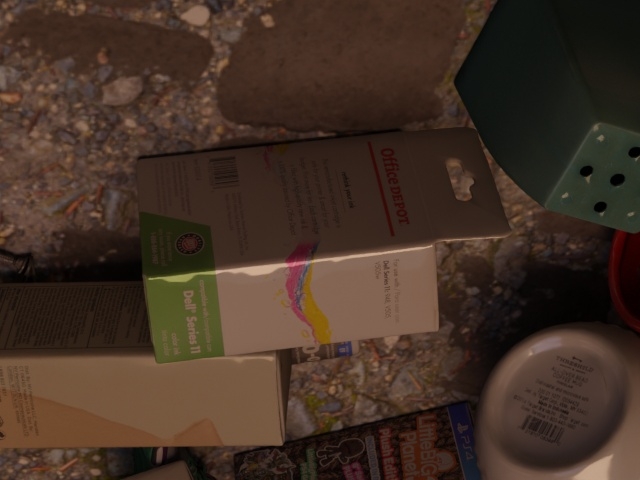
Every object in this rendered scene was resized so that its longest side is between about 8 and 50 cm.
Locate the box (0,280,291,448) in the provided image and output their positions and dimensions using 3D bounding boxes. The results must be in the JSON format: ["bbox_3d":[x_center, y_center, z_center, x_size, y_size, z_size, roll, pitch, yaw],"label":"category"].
[{"bbox_3d":[-0.189,0.126,1.846,0.311,0.148,0.121,0,122,5],"label":"box"}]

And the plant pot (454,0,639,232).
[{"bbox_3d":[0.253,-0.126,1.717,0.166,0.234,0.165,15,126,-20],"label":"plant pot"}]

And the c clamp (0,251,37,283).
[{"bbox_3d":[-0.365,0.025,1.877,0.161,0.022,0.137,23,122,-24],"label":"c clamp"}]

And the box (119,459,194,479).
[{"bbox_3d":[-0.180,0.370,2.058,0.113,0.094,0.275,-17,144,-12],"label":"box"}]

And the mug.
[{"bbox_3d":[0.342,0.256,1.915,0.276,0.374,0.328,-50,140,-4],"label":"mug"}]

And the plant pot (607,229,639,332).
[{"bbox_3d":[0.428,0.030,1.901,0.174,0.191,0.191,20,123,-27],"label":"plant pot"}]

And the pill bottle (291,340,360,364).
[{"bbox_3d":[-0.030,0.096,1.953,0.137,0.078,0.078,-9,130,-2],"label":"pill bottle"}]

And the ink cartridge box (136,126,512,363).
[{"bbox_3d":[0.000,0.000,1.794,0.354,0.207,0.119,-6,127,-3],"label":"ink cartridge box"}]

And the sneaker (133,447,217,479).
[{"bbox_3d":[-0.164,0.260,2.075,0.098,0.083,0.223,-7,141,-16],"label":"sneaker"}]

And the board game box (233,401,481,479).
[{"bbox_3d":[0.066,0.348,2.131,0.291,0.141,0.232,-14,130,2],"label":"board game box"}]
